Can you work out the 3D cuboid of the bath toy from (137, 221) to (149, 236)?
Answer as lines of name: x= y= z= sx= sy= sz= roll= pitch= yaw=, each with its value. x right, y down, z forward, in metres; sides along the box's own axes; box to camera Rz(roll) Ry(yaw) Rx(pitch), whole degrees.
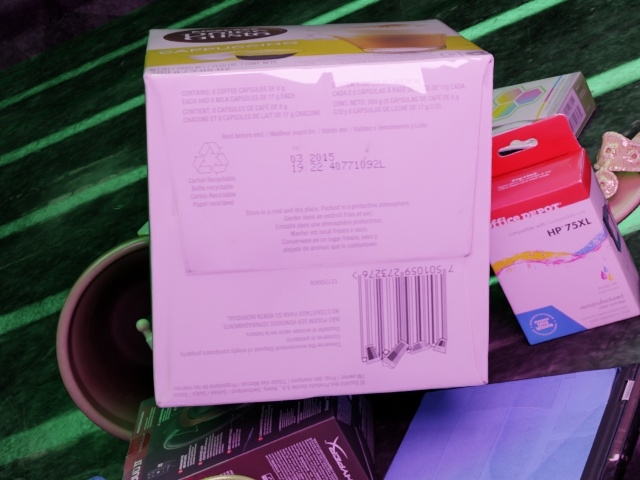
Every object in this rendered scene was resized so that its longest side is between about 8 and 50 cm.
bath toy: x=-0.129 y=0.034 z=2.050 sx=0.348 sy=0.129 sz=0.151 roll=7 pitch=43 yaw=50

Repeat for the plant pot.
plant pot: x=-0.205 y=0.119 z=1.877 sx=0.263 sy=0.263 sz=0.229 roll=-33 pitch=7 yaw=-8

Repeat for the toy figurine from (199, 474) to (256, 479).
toy figurine: x=-0.102 y=0.349 z=1.469 sx=0.173 sy=0.130 sz=0.159 roll=-47 pitch=31 yaw=14

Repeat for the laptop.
laptop: x=0.172 y=0.169 z=1.367 sx=0.236 sy=0.408 sz=0.382 roll=18 pitch=43 yaw=13

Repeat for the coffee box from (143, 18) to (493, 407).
coffee box: x=-0.013 y=-0.048 z=1.562 sx=0.338 sy=0.338 sz=0.334 roll=-3 pitch=16 yaw=-5

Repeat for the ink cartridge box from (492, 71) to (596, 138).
ink cartridge box: x=0.273 y=-0.169 z=2.086 sx=0.209 sy=0.062 sz=0.109 roll=-8 pitch=33 yaw=39

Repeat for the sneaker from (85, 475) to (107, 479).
sneaker: x=-0.390 y=0.348 z=1.704 sx=0.330 sy=0.147 sz=0.130 roll=-24 pitch=25 yaw=9

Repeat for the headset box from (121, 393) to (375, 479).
headset box: x=-0.091 y=0.233 z=1.644 sx=0.293 sy=0.110 sz=0.218 roll=-24 pitch=22 yaw=11

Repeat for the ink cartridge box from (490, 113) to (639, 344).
ink cartridge box: x=0.249 y=-0.010 z=1.610 sx=0.134 sy=0.231 sz=0.078 roll=-19 pitch=27 yaw=22

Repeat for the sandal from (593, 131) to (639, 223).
sandal: x=0.381 y=-0.111 z=1.843 sx=0.088 sy=0.079 sz=0.240 roll=5 pitch=41 yaw=50

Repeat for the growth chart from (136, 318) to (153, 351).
growth chart: x=-0.080 y=0.124 z=1.773 sx=0.237 sy=0.172 sz=0.021 roll=-26 pitch=7 yaw=-8

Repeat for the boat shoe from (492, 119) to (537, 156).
boat shoe: x=0.190 y=-0.078 z=1.975 sx=0.268 sy=0.096 sz=0.088 roll=-18 pitch=21 yaw=3
